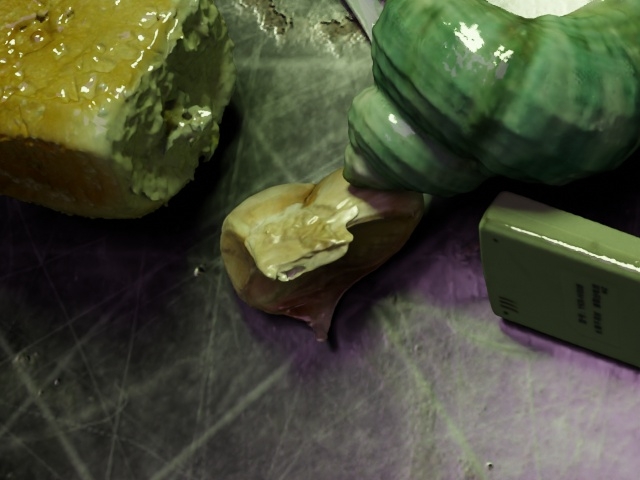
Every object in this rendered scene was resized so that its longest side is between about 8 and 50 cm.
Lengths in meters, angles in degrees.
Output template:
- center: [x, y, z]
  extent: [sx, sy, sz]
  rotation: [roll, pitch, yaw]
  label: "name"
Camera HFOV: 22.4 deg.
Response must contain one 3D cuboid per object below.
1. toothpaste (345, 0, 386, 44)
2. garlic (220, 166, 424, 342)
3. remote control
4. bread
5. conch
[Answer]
- center: [0.012, -0.301, 1.395]
  extent: [0.114, 0.073, 0.299]
  rotation: [-38, 69, 4]
  label: "toothpaste"
- center: [0.002, -0.002, 1.278]
  extent: [0.175, 0.099, 0.124]
  rotation: [-21, 46, 9]
  label: "garlic"
- center: [0.247, 0.051, 1.141]
  extent: [0.285, 0.123, 0.038]
  rotation: [19, 57, 27]
  label: "remote control"
- center: [-0.185, -0.115, 1.341]
  extent: [0.246, 0.176, 0.195]
  rotation: [13, 65, 28]
  label: "bread"
- center: [0.133, -0.116, 1.193]
  extent: [0.277, 0.220, 0.195]
  rotation: [-33, 97, 11]
  label: "conch"
